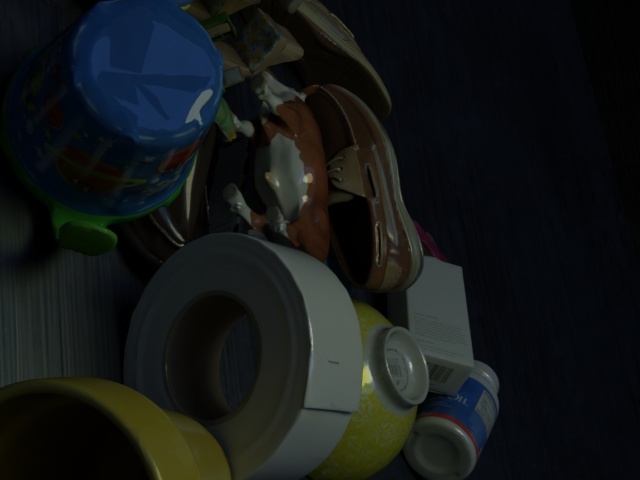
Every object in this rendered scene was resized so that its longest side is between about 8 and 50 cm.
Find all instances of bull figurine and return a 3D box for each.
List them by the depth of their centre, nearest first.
[{"bbox_3d":[-0.053,-0.109,1.343,0.188,0.101,0.311,24,50,-59],"label":"bull figurine"}]

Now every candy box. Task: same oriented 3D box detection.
[{"bbox_3d":[-0.084,-0.025,1.455,0.165,0.070,0.196,41,41,-38],"label":"candy box"}]

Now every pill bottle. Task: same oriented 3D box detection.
[{"bbox_3d":[0.226,0.292,1.683,0.124,0.124,0.221,61,31,-11],"label":"pill bottle"}]

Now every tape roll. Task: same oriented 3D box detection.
[{"bbox_3d":[-0.092,0.137,1.144,0.100,0.286,0.286,18,57,-51],"label":"tape roll"}]

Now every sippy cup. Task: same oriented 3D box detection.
[{"bbox_3d":[-0.217,-0.153,1.110,0.240,0.224,0.306,-20,87,-29],"label":"sippy cup"}]

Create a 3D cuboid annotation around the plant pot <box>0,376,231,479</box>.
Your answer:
[{"bbox_3d":[-0.205,0.253,0.968,0.239,0.253,0.254,12,61,-72],"label":"plant pot"}]

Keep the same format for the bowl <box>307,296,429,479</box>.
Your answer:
[{"bbox_3d":[0.062,0.198,1.462,0.289,0.156,0.290,33,46,-42],"label":"bowl"}]

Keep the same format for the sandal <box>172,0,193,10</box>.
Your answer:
[{"bbox_3d":[-0.264,-0.433,1.308,0.317,0.138,0.126,53,42,2],"label":"sandal"}]

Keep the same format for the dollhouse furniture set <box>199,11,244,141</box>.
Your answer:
[{"bbox_3d":[-0.117,-0.202,1.244,0.076,0.058,0.152,65,5,-65],"label":"dollhouse furniture set"}]

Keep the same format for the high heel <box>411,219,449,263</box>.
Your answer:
[{"bbox_3d":[0.166,0.037,1.786,0.244,0.082,0.117,24,41,-65],"label":"high heel"}]

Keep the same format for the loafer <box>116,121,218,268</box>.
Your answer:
[{"bbox_3d":[-0.197,-0.138,1.295,0.133,0.130,0.366,11,63,-53],"label":"loafer"}]

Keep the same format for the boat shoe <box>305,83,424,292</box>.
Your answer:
[{"bbox_3d":[0.042,-0.077,1.436,0.116,0.123,0.325,-10,72,-49],"label":"boat shoe"}]

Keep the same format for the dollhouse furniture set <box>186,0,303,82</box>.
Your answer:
[{"bbox_3d":[-0.124,-0.494,1.430,0.256,0.362,0.394,14,35,-52],"label":"dollhouse furniture set"}]

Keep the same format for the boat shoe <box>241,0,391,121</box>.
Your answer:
[{"bbox_3d":[0.009,-0.335,1.733,0.341,0.121,0.110,44,40,-32],"label":"boat shoe"}]

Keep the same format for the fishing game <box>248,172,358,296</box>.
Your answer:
[{"bbox_3d":[0.000,0.000,1.464,0.264,0.041,0.189,10,61,-45],"label":"fishing game"}]

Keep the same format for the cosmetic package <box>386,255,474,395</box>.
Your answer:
[{"bbox_3d":[0.177,0.134,1.672,0.117,0.086,0.231,17,40,-13],"label":"cosmetic package"}]
